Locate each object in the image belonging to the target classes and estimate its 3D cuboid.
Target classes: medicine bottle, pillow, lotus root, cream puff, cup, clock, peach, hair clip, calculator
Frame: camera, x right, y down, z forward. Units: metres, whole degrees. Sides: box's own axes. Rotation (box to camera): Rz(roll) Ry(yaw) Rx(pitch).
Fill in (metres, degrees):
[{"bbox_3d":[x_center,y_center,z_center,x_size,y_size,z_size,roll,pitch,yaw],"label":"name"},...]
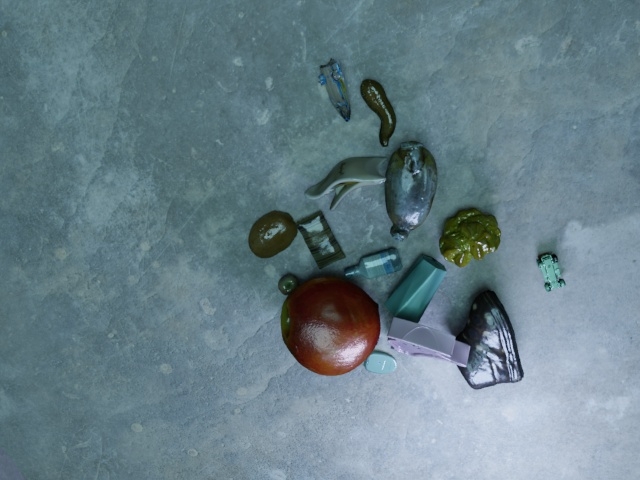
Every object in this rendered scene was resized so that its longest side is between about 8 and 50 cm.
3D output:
[{"bbox_3d":[0.192,0.094,1.891,0.208,0.054,0.090,-17,110,12],"label":"medicine bottle"},{"bbox_3d":[0.000,0.000,1.881,0.113,0.038,0.203,-24,107,10],"label":"pillow"},{"bbox_3d":[0.299,-0.166,1.734,0.174,0.175,0.350,6,115,3],"label":"lotus root"},{"bbox_3d":[0.511,-0.009,1.764,0.221,0.195,0.195,-33,105,12],"label":"cream puff"},{"bbox_3d":[0.357,0.176,1.873,0.134,0.148,0.236,37,107,19],"label":"cup"},{"bbox_3d":[0.388,0.376,1.859,0.290,0.275,0.080,16,72,12],"label":"clock"},{"bbox_3d":[0.040,0.306,1.859,0.372,0.373,0.290,26,145,-5],"label":"peach"},{"bbox_3d":[-0.119,0.168,1.931,0.083,0.083,0.083,2,111,4],"label":"peach"},{"bbox_3d":[0.083,-0.202,1.744,0.282,0.173,0.113,-34,113,28],"label":"hair clip"},{"bbox_3d":[0.228,0.487,2.051,0.152,0.021,0.095,10,111,-3],"label":"calculator"}]

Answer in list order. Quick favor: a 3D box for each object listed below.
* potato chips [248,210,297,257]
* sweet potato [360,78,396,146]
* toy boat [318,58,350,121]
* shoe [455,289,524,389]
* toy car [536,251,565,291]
[{"bbox_3d":[-0.178,-0.017,1.885,0.201,0.049,0.150,-35,109,10],"label":"potato chips"},{"bbox_3d":[0.200,-0.425,1.696,0.081,0.062,0.233,-15,113,26],"label":"sweet potato"},{"bbox_3d":[0.055,-0.485,1.686,0.084,0.066,0.210,1,125,40],"label":"toy boat"},{"bbox_3d":[0.591,0.375,1.901,0.237,0.171,0.384,-18,111,11],"label":"shoe"},{"bbox_3d":[0.823,0.113,1.845,0.073,0.054,0.143,-23,108,10],"label":"toy car"}]
